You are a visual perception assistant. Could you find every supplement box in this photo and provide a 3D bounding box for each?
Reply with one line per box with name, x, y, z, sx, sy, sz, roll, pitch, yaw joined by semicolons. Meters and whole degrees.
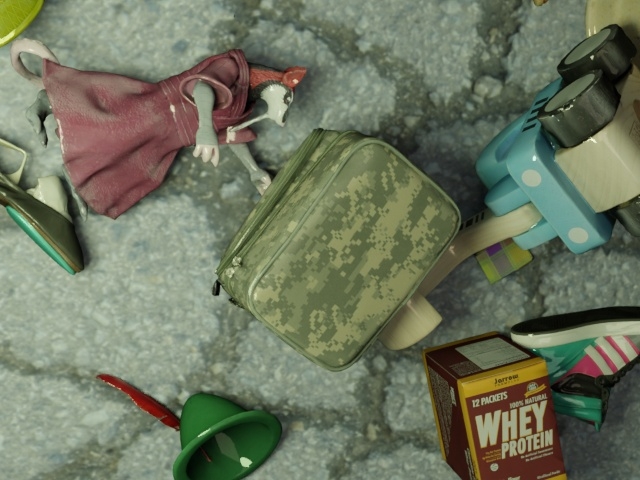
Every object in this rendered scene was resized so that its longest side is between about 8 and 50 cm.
supplement box;0.257;0.262;1.384;0.129;0.194;0.191;-14;99;-9

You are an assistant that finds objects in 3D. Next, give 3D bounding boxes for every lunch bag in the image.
lunch bag;0.000;0.000;1.273;0.213;0.256;0.305;37;88;-23

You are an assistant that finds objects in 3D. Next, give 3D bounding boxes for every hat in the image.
hat;-0.182;0.250;1.386;0.173;0.183;0.208;-40;144;3

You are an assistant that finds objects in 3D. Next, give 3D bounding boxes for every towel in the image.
towel;0.292;0.026;1.457;0.083;0.009;0.060;-33;102;-5

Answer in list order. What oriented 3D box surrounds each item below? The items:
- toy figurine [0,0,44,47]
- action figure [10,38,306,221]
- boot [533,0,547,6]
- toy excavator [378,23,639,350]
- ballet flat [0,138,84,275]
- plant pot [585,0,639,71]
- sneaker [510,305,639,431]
toy figurine;-0.367;-0.432;1.137;0.362;0.217;0.191;-42;76;-4
action figure;-0.195;-0.180;1.274;0.370;0.248;0.275;-25;74;-6
boot;0.414;-0.494;1.350;0.211;0.104;0.295;1;94;2
toy excavator;0.290;-0.049;1.352;0.222;0.445;0.433;47;42;-12
ballet flat;-0.419;-0.071;1.267;0.280;0.095;0.096;40;76;-13
plant pot;0.606;-0.333;1.323;0.334;0.305;0.333;-1;98;-11
sneaker;0.447;0.207;1.451;0.296;0.124;0.178;-6;99;-10
